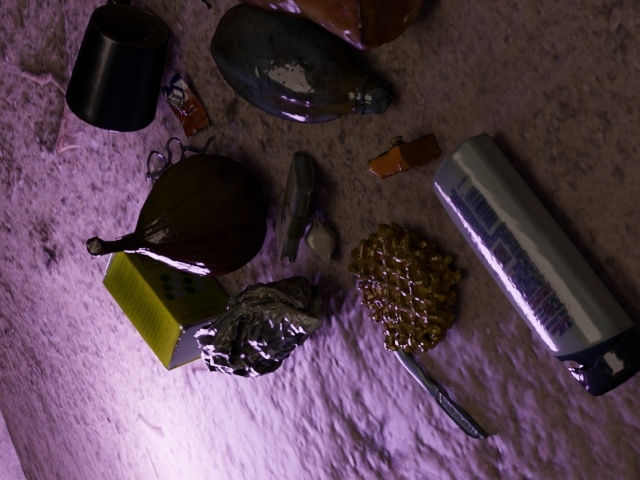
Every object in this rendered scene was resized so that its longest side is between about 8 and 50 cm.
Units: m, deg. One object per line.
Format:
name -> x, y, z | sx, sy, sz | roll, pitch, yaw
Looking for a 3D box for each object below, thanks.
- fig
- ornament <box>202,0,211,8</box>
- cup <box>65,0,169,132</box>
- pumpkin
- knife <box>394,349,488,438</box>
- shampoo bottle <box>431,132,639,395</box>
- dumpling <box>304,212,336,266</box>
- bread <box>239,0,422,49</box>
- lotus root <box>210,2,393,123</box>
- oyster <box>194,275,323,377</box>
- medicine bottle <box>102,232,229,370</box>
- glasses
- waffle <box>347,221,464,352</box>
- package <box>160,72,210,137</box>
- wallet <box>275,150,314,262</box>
fig -> -0.253, -0.029, 1.939 | 0.217, 0.321, 0.216 | 23, 119, 49
ornament -> -0.224, -0.447, 1.960 | 0.125, 0.028, 0.073 | 40, 135, 32
cup -> -0.383, -0.336, 2.102 | 0.239, 0.166, 0.177 | 46, 133, 28
pumpkin -> 0.115, -0.121, 1.627 | 0.074, 0.083, 0.054 | -22, 92, 50
knife -> 0.177, 0.231, 1.762 | 0.210, 0.015, 0.028 | 47, 132, 28
shampoo bottle -> 0.276, 0.037, 1.496 | 0.359, 0.078, 0.134 | 56, 145, 19
dumpling -> 0.002, -0.001, 1.865 | 0.076, 0.057, 0.052 | 42, 101, 0
bread -> -0.001, -0.389, 1.602 | 0.344, 0.149, 0.195 | 30, 139, 41
lotus root -> -0.038, -0.251, 1.718 | 0.322, 0.140, 0.158 | 32, 129, 37
oyster -> -0.094, 0.146, 1.942 | 0.158, 0.162, 0.351 | 51, 146, -8
medicine bottle -> -0.286, 0.103, 2.193 | 0.250, 0.137, 0.141 | 48, 138, 26
glasses -> -0.234, -0.145, 2.053 | 0.104, 0.140, 0.062 | -2, 113, 24
waffle -> 0.119, 0.074, 1.719 | 0.193, 0.070, 0.197 | 47, 137, 28
package -> -0.242, -0.240, 2.074 | 0.077, 0.033, 0.110 | -30, 95, 30
wallet -> -0.039, -0.050, 1.864 | 0.110, 0.039, 0.155 | -96, 16, -50
